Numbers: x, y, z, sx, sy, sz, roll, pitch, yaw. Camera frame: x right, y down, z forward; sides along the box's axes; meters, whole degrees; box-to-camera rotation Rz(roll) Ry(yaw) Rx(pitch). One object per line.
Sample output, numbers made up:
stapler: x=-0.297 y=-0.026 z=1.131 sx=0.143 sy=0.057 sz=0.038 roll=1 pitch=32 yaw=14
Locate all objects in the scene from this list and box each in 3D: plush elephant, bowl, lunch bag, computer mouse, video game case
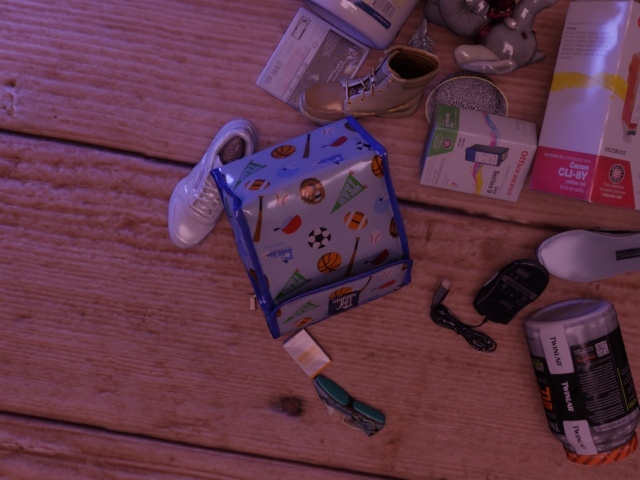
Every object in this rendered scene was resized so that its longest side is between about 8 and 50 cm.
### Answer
plush elephant: x=0.342 y=-0.446 z=1.808 sx=0.255 sy=0.272 sz=0.330 roll=31 pitch=122 yaw=9
bowl: x=0.304 y=-0.295 z=1.898 sx=0.170 sy=0.080 sz=0.170 roll=6 pitch=138 yaw=5
lunch bag: x=0.000 y=0.000 z=1.849 sx=0.328 sy=0.239 sz=0.385 roll=-20 pitch=125 yaw=-9
computer mouse: x=0.352 y=0.107 z=1.946 sx=0.184 sy=0.060 sz=0.262 roll=28 pitch=123 yaw=-5
video game case: x=-0.016 y=-0.368 z=1.940 sx=0.173 sy=0.022 sz=0.190 roll=31 pitch=95 yaw=-2

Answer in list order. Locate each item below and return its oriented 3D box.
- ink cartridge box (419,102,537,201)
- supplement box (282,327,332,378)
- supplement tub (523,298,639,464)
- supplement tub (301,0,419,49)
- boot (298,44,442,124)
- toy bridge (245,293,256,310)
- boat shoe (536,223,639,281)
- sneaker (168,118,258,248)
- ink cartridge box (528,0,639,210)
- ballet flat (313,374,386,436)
ink cartridge box: x=0.324 y=-0.180 z=1.887 sx=0.212 sy=0.093 sz=0.154 roll=10 pitch=134 yaw=-2
supplement box: x=-0.029 y=0.245 z=2.004 sx=0.062 sy=0.036 sz=0.098 roll=-39 pitch=95 yaw=5
supplement tub: x=0.555 y=0.295 z=1.921 sx=0.194 sy=0.193 sz=0.316 roll=-16 pitch=95 yaw=3
supplement tub: x=0.120 y=-0.570 z=1.805 sx=0.235 sy=0.235 sz=0.325 roll=33 pitch=96 yaw=-3
boot: x=0.097 y=-0.311 z=1.830 sx=0.262 sy=0.203 sz=0.095 roll=-2 pitch=75 yaw=-11
toy bridge: x=-0.070 y=0.118 z=1.995 sx=0.188 sy=0.026 sz=0.063 roll=-2 pitch=94 yaw=1
boat shoe: x=0.599 y=0.020 z=1.933 sx=0.306 sy=0.105 sz=0.113 roll=-10 pitch=92 yaw=-4
sneaker: x=-0.233 y=-0.117 z=1.907 sx=0.114 sy=0.152 sz=0.305 roll=28 pitch=97 yaw=-10
ink cartridge box: x=0.596 y=-0.261 z=1.810 sx=0.279 sy=0.160 sz=0.384 roll=5 pitch=98 yaw=-36
ballet flat: x=0.052 y=0.370 z=2.007 sx=0.188 sy=0.070 sz=0.070 roll=34 pitch=96 yaw=0
